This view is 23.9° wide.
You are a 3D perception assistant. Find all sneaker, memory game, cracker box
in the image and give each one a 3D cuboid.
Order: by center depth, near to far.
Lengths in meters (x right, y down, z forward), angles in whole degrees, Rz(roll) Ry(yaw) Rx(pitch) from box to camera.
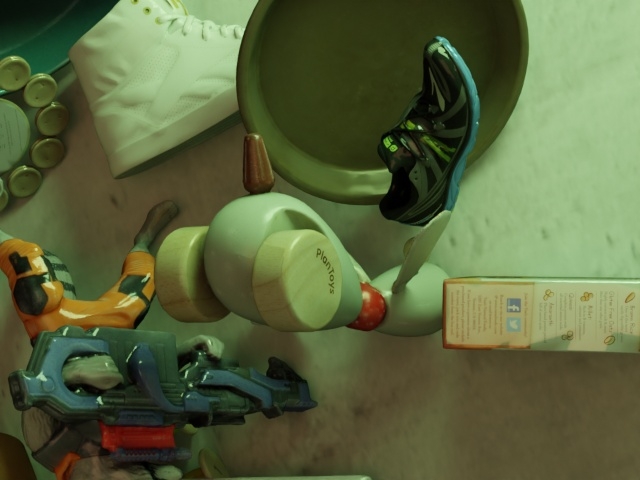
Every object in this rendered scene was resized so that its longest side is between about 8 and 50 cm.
[{"bbox_3d":[0.234,0.066,1.351,0.232,0.156,0.067,0,89,14],"label":"cracker box"},{"bbox_3d":[0.094,-0.093,1.373,0.078,0.067,0.188,-3,123,-21],"label":"sneaker"},{"bbox_3d":[-0.110,-0.195,1.464,0.292,0.108,0.169,-25,86,13],"label":"sneaker"},{"bbox_3d":[-0.334,-0.099,1.490,0.186,0.186,0.012,-49,49,8],"label":"memory game"}]

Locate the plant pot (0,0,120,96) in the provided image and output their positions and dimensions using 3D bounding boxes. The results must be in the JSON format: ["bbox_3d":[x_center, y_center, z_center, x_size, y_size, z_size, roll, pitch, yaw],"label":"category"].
[{"bbox_3d":[-0.355,-0.317,1.458,0.271,0.271,0.255,-41,66,10],"label":"plant pot"}]

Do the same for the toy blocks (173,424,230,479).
[{"bbox_3d":[-0.178,0.235,1.499,0.148,0.054,0.123,-33,82,11],"label":"toy blocks"}]

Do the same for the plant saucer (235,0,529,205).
[{"bbox_3d":[0.055,-0.163,1.386,0.278,0.041,0.278,-7,119,-12],"label":"plant saucer"}]

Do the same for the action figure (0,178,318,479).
[{"bbox_3d":[-0.182,0.118,1.428,0.178,0.341,0.330,-35,53,36],"label":"action figure"}]

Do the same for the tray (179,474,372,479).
[{"bbox_3d":[-0.081,0.301,1.452,0.270,0.030,0.145,-2,104,5],"label":"tray"}]

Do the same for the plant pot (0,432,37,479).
[{"bbox_3d":[-0.372,0.304,1.446,0.291,0.291,0.203,-14,69,13],"label":"plant pot"}]

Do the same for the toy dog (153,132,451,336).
[{"bbox_3d":[0.000,0.000,1.322,0.220,0.333,0.161,4,88,17],"label":"toy dog"}]
